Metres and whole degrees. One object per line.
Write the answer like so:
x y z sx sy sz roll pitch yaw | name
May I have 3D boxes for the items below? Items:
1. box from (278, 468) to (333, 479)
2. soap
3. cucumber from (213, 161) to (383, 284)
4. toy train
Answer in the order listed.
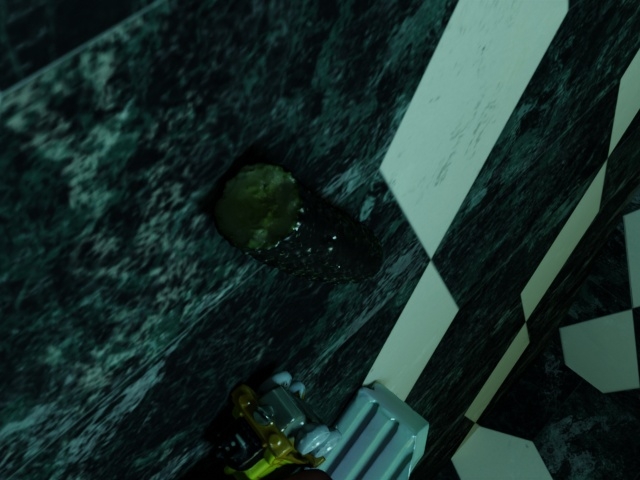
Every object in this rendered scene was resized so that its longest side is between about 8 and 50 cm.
-0.107 0.405 1.014 0.263 0.108 0.404 -19 153 -35 | box
0.065 0.354 1.327 0.230 0.145 0.091 -56 159 13 | soap
-0.001 0.002 0.726 0.072 0.072 0.300 -53 159 3 | cucumber
-0.055 0.219 0.949 0.127 0.089 0.219 -40 159 -3 | toy train
